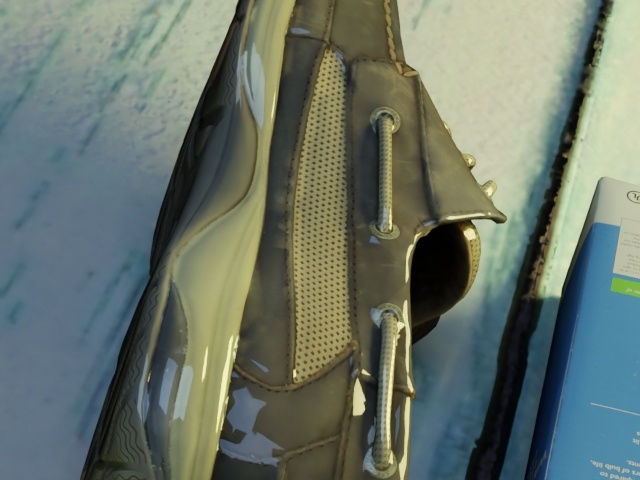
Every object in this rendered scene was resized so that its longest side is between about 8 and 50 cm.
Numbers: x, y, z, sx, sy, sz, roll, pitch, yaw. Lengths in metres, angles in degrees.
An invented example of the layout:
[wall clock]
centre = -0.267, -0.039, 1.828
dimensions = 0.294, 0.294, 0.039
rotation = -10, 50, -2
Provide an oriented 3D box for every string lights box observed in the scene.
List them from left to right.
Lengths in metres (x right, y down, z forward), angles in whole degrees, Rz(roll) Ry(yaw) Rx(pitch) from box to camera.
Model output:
[string lights box]
centre = 0.148, 0.095, 0.729
dimensions = 0.133, 0.076, 0.259
rotation = 16, 42, 4

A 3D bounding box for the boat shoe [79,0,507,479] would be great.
[boat shoe]
centre = 0.000, 0.000, 0.776
dimensions = 0.130, 0.132, 0.355
rotation = 20, 50, -7
